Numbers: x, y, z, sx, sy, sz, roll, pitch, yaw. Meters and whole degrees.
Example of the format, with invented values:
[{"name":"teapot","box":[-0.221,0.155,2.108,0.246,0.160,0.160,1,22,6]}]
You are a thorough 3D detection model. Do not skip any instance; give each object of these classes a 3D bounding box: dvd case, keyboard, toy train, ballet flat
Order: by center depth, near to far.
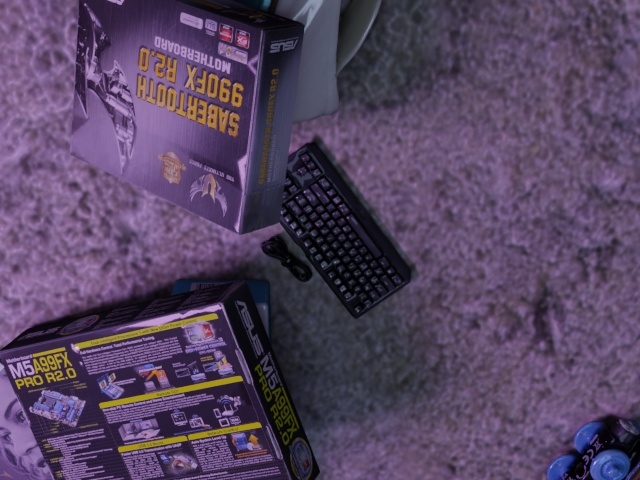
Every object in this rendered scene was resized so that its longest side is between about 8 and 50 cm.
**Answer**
[{"name":"ballet flat","box":[0.007,-0.283,1.171,0.139,0.139,0.400,13,116,-5]},{"name":"keyboard","box":[0.000,0.000,1.333,0.108,0.023,0.180,-33,108,13]},{"name":"toy train","box":[0.293,0.272,1.421,0.105,0.080,0.184,26,108,-20]},{"name":"dvd case","box":[-0.317,0.238,1.434,0.221,0.018,0.164,42,107,-16]}]

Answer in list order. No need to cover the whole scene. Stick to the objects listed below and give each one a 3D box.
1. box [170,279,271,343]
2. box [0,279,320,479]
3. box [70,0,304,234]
[{"name":"box","box":[-0.099,0.163,1.379,0.100,0.060,0.244,0,113,1]},{"name":"box","box":[-0.160,0.170,1.321,0.270,0.060,0.216,-14,105,26]},{"name":"box","box":[-0.125,-0.130,1.188,0.231,0.056,0.183,25,117,35]}]
